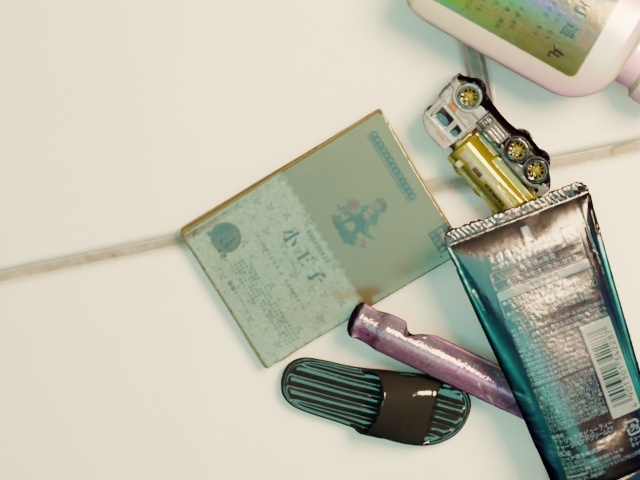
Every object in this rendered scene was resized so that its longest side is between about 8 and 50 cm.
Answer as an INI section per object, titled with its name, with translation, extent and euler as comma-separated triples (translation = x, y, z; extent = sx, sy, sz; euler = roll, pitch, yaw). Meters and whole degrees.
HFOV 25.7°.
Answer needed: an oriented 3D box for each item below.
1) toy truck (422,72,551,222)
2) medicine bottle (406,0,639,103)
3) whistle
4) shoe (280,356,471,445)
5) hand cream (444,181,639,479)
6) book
[toy truck]
translation = 0.133, -0.071, 1.111
extent = 0.063, 0.052, 0.123
euler = -42, 92, 16
[medicine bottle]
translation = 0.184, -0.177, 1.077
extent = 0.219, 0.078, 0.115
euler = 30, 98, 2
[whistle]
translation = 0.104, 0.099, 1.140
extent = 0.176, 0.033, 0.033
euler = 26, 100, -3
[shoe]
translation = 0.042, 0.134, 1.150
extent = 0.159, 0.053, 0.062
euler = 12, 95, 8
[hand cream]
translation = 0.197, 0.098, 1.100
extent = 0.120, 0.061, 0.271
euler = -21, 98, 0
[book]
translation = 0.000, 0.000, 1.154
extent = 0.198, 0.016, 0.138
euler = -31, 93, 10
